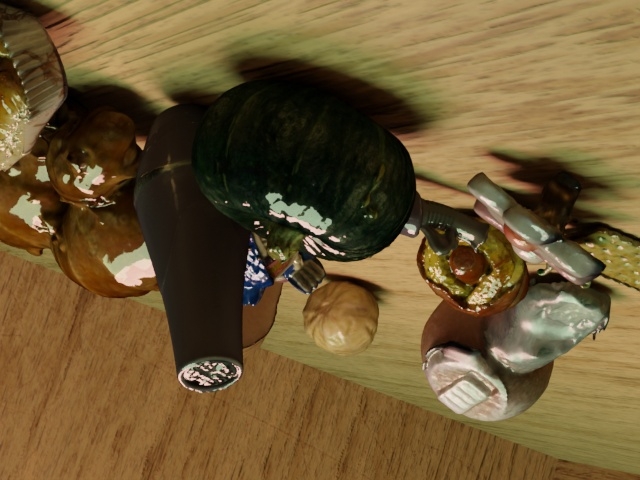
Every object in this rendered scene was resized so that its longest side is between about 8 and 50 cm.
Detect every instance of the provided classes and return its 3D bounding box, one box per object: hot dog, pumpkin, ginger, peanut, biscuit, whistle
[{"bbox_3d":[-0.315,-0.151,1.390,0.144,0.075,0.268,60,157,3],"label":"hot dog"},{"bbox_3d":[-0.014,-0.055,1.283,0.211,0.152,0.211,26,-177,-1],"label":"pumpkin"},{"bbox_3d":[-0.259,-0.066,1.617,0.357,0.152,0.274,24,139,21],"label":"ginger"},{"bbox_3d":[0.033,0.126,2.296,0.123,0.124,0.257,18,174,2],"label":"peanut"},{"bbox_3d":[0.339,0.031,1.501,0.203,0.016,0.144,21,165,-15],"label":"biscuit"},{"bbox_3d":[0.253,0.115,1.840,0.189,0.189,0.348,21,147,-19],"label":"whistle"},{"bbox_3d":[0.175,0.039,1.630,0.123,0.093,0.261,15,170,18],"label":"hot dog"}]

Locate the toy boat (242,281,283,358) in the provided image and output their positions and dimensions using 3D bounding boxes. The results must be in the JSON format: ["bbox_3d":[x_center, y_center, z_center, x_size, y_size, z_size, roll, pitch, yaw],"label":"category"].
[{"bbox_3d":[-0.126,0.106,2.260,0.116,0.188,0.061,20,161,-13],"label":"toy boat"}]

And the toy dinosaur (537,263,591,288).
[{"bbox_3d":[0.286,0.025,1.571,0.119,0.029,0.060,15,153,1],"label":"toy dinosaur"}]

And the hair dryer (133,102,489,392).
[{"bbox_3d":[0.000,0.000,1.421,0.361,0.301,0.121,-1,145,-12],"label":"hair dryer"}]

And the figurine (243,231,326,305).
[{"bbox_3d":[-0.080,-0.017,1.727,0.164,0.121,0.262,-16,153,-10],"label":"figurine"}]

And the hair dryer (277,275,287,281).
[{"bbox_3d":[-0.104,0.014,2.153,0.154,0.054,0.106,27,175,3],"label":"hair dryer"}]

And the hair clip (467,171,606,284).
[{"bbox_3d":[0.207,-0.012,1.366,0.146,0.075,0.257,30,174,9],"label":"hair clip"}]
